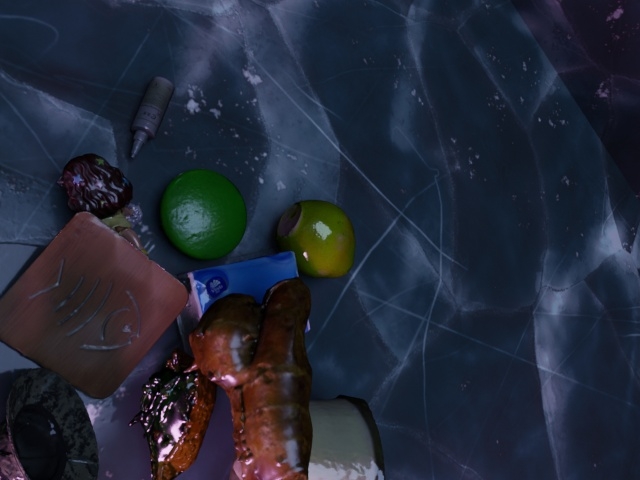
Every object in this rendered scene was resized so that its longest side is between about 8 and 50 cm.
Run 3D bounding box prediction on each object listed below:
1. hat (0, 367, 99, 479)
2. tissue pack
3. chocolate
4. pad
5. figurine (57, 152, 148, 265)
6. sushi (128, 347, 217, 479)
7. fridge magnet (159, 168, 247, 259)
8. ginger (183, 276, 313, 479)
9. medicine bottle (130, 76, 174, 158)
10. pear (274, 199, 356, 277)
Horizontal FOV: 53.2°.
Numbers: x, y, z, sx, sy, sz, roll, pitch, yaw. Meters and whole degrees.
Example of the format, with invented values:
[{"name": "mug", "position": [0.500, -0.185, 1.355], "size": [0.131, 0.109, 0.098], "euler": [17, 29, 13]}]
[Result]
[{"name": "hat", "position": [-0.511, 0.371, 1.126], "size": [0.128, 0.265, 0.265], "euler": [-30, 100, 5]}, {"name": "tissue pack", "position": [-0.176, 0.145, 1.413], "size": [0.263, 0.146, 0.198], "euler": [-10, 86, -36]}, {"name": "chocolate", "position": [-0.051, 0.483, 1.359], "size": [0.297, 0.326, 0.314], "euler": [10, 80, -16]}, {"name": "pad", "position": [-0.439, 0.132, 1.237], "size": [0.284, 0.018, 0.286], "euler": [42, 83, -21]}, {"name": "figurine", "position": [-0.435, -0.058, 1.288], "size": [0.175, 0.116, 0.240], "euler": [-29, 98, -36]}, {"name": "sushi", "position": [-0.304, 0.349, 1.286], "size": [0.140, 0.149, 0.287], "euler": [12, 100, -60]}, {"name": "fridge magnet", "position": [-0.260, -0.058, 1.431], "size": [0.208, 0.088, 0.208], "euler": [8, 76, -33]}, {"name": "ginger", "position": [-0.127, 0.274, 1.188], "size": [0.254, 0.176, 0.418], "euler": [-8, 68, 2]}, {"name": "medicine bottle", "position": [-0.380, -0.266, 1.408], "size": [0.058, 0.058, 0.199], "euler": [29, 65, -28]}, {"name": "pear", "position": [0.000, 0.000, 1.553], "size": [0.220, 0.187, 0.187], "euler": [29, 65, -30]}]
